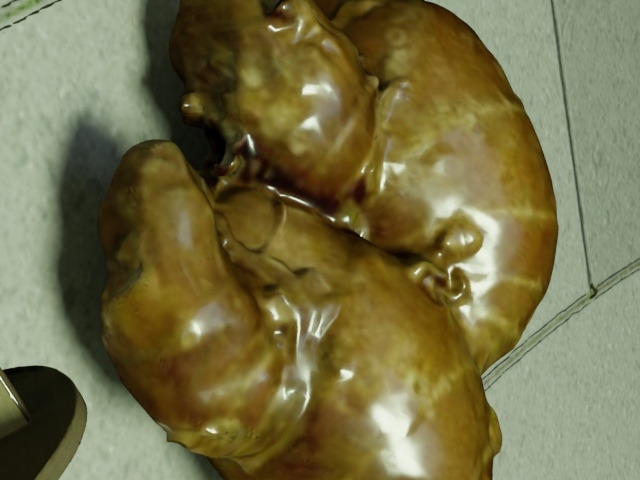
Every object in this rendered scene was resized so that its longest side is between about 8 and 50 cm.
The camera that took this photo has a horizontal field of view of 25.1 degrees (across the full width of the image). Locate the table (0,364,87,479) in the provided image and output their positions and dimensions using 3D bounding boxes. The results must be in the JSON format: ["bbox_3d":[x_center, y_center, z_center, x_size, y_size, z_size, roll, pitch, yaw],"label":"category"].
[{"bbox_3d":[-0.207,0.009,0.476,0.167,0.167,0.227,-50,118,-44],"label":"table"}]

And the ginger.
[{"bbox_3d":[0.004,-0.007,0.779,0.274,0.152,0.358,35,58,-26],"label":"ginger"}]
